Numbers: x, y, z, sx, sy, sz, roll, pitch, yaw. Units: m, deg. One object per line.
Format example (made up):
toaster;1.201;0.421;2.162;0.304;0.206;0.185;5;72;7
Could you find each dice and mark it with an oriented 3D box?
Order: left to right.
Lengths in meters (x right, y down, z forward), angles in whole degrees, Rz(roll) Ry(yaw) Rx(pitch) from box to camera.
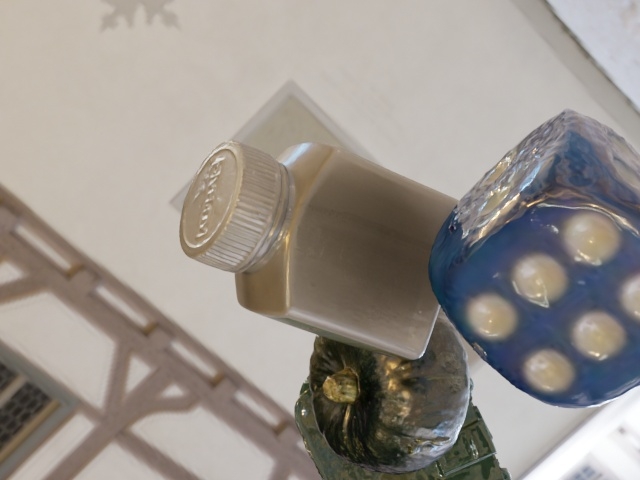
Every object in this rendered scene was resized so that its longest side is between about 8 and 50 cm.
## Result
dice;0.163;0.010;0.662;0.146;0.143;0.146;42;-153;-5

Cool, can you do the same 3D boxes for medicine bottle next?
medicine bottle;0.000;0.000;0.749;0.188;0.132;0.088;22;173;-30

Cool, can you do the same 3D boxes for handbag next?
handbag;0.123;0.298;1.377;0.089;0.238;0.326;-89;-24;-87

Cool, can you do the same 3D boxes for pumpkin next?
pumpkin;0.069;0.152;1.111;0.152;0.211;0.211;4;-153;-19
